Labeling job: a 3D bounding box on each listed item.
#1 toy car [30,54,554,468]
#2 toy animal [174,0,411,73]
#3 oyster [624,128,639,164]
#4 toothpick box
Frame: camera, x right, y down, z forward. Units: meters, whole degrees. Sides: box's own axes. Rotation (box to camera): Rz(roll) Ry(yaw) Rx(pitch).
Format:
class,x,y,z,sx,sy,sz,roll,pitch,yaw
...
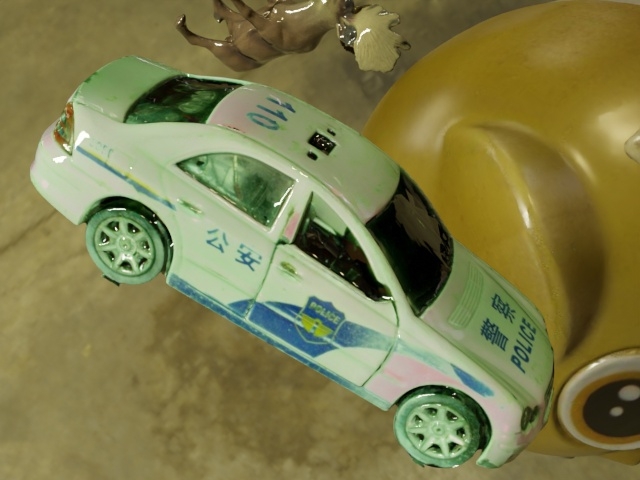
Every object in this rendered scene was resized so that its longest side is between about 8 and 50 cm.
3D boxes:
class,x,y,z,sx,sy,sz,roll,pitch,yaw
toy car,0.000,0.000,0.434,0.076,0.224,0.090,-61,-2,30
toy animal,-0.025,-0.228,1.150,0.214,0.186,0.094,-16,44,46
oyster,0.287,-0.021,0.441,0.337,0.198,0.133,-24,13,34
toothpick box,0.231,-0.008,0.982,0.425,0.409,0.409,-16,29,-34
